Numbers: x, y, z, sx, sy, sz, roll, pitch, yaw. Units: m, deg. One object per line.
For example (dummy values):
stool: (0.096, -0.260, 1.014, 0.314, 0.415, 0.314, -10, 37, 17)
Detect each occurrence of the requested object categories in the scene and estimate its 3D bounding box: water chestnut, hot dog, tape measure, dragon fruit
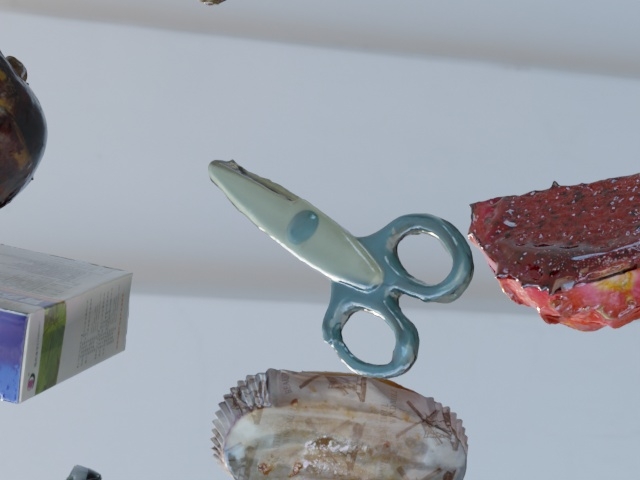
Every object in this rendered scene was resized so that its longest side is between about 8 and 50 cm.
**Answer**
water chestnut: (-0.406, -0.118, 1.692, 0.223, 0.238, 0.223, 54, 173, 9)
hot dog: (0.024, 0.201, 1.655, 0.075, 0.268, 0.144, -129, 54, -74)
tape measure: (-0.321, 0.341, 2.147, 0.091, 0.054, 0.094, -105, 39, -83)
dragon fruit: (0.287, 0.015, 1.636, 0.262, 0.189, 0.163, -13, 66, 23)

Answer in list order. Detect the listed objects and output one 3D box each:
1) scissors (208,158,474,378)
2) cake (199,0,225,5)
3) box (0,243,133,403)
scissors: (0.000, 0.000, 1.333, 0.289, 0.041, 0.138, 35, 92, 39)
cake: (-0.105, -0.312, 1.350, 0.135, 0.112, 0.246, 9, 73, 45)
box: (-0.360, 0.086, 1.865, 0.299, 0.200, 0.106, -29, -51, -72)
